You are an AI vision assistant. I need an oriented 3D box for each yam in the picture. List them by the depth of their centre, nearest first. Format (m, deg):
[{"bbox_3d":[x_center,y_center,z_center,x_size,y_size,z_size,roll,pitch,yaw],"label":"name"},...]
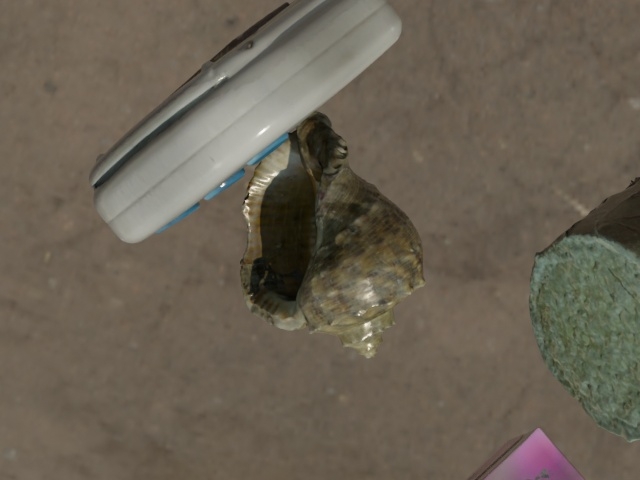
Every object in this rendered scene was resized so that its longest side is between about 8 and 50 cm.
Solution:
[{"bbox_3d":[0.356,0.005,1.298,0.241,0.348,0.241,40,149,30],"label":"yam"}]

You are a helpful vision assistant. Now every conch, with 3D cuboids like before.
[{"bbox_3d":[0.000,0.000,1.215,0.155,0.207,0.130,-19,175,6],"label":"conch"}]

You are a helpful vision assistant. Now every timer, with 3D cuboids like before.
[{"bbox_3d":[-0.066,-0.107,1.198,0.087,0.237,0.262,51,137,-7],"label":"timer"}]

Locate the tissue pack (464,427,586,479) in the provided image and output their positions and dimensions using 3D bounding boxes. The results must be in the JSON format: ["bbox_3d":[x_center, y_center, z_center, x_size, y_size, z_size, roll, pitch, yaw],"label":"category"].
[{"bbox_3d":[0.192,0.287,1.170,0.246,0.148,0.092,49,162,5],"label":"tissue pack"}]
